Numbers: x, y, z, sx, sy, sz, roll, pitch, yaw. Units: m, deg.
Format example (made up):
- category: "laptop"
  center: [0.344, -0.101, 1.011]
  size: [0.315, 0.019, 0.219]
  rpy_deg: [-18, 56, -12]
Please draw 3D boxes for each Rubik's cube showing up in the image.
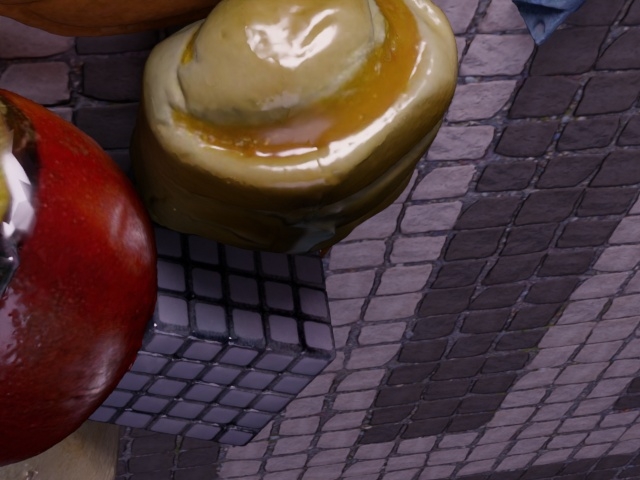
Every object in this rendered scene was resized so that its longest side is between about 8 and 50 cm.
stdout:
- category: "Rubik's cube"
  center: [-0.143, 0.076, 1.537]
  size: [0.238, 0.237, 0.237]
  rpy_deg: [12, 140, -27]

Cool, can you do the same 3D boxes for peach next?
- category: "peach"
  center: [-0.344, 0.030, 1.309]
  size: [0.353, 0.339, 0.416]
  rpy_deg: [-21, 153, -21]

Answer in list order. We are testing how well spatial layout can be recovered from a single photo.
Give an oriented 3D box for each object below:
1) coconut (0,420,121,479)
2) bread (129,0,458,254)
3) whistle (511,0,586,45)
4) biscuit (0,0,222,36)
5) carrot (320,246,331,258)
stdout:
- category: "coconut"
  center: [-0.451, 0.259, 1.648]
  size: [0.360, 0.346, 0.346]
  rpy_deg: [-47, 152, -10]
- category: "bread"
  center: [-0.020, -0.108, 1.253]
  size: [0.300, 0.210, 0.341]
  rpy_deg: [-10, 166, -17]
- category: "whistle"
  center: [0.281, -0.301, 1.241]
  size: [0.062, 0.062, 0.304]
  rpy_deg: [5, 146, -29]
- category: "biscuit"
  center: [-0.190, -0.281, 1.037]
  size: [0.349, 0.078, 0.455]
  rpy_deg: [-19, 157, 32]
- category: "carrot"
  center: [0.000, 0.000, 1.675]
  size: [0.048, 0.048, 0.216]
  rpy_deg: [15, 134, -40]
